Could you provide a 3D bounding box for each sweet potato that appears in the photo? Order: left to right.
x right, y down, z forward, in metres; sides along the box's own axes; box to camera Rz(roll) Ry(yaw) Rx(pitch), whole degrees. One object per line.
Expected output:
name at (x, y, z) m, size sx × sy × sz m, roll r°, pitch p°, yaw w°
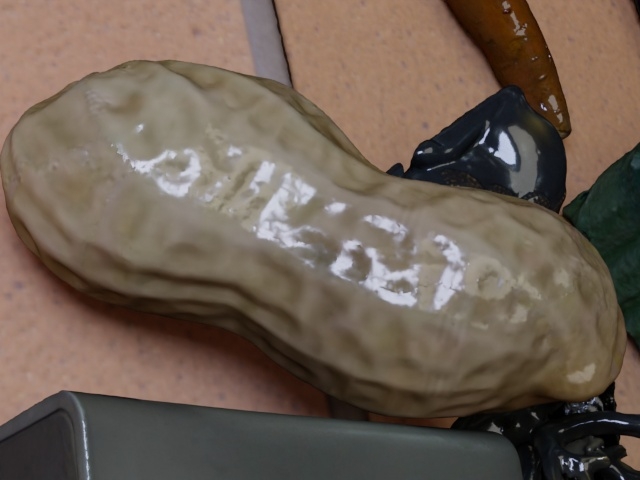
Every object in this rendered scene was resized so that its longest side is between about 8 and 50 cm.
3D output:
sweet potato at (0.092, -0.181, 0.933) m, size 0.057 × 0.057 × 0.264 m, roll -21°, pitch 86°, yaw -42°

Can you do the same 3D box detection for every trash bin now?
trash bin at (-0.022, 0.163, 0.631) m, size 0.240 × 0.122 × 0.164 m, roll 9°, pitch 64°, yaw -37°

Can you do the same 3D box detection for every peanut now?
peanut at (0.000, 0.000, 0.681) m, size 0.298 × 0.120 × 0.136 m, roll 23°, pitch 56°, yaw 3°

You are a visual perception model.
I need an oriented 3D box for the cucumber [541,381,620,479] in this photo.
cucumber at (0.146, 0.129, 0.823) m, size 0.053 × 0.053 × 0.181 m, roll 19°, pitch 61°, yaw -29°

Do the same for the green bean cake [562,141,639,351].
green bean cake at (0.273, 0.013, 0.922) m, size 0.193 × 0.107 × 0.208 m, roll -27°, pitch 80°, yaw -39°

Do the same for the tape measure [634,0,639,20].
tape measure at (0.319, -0.204, 1.067) m, size 0.231 × 0.133 × 0.271 m, roll 34°, pitch 54°, yaw -20°

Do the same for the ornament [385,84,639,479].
ornament at (0.123, 0.050, 0.783) m, size 0.236 × 0.080 × 0.202 m, roll 44°, pitch 59°, yaw 13°
